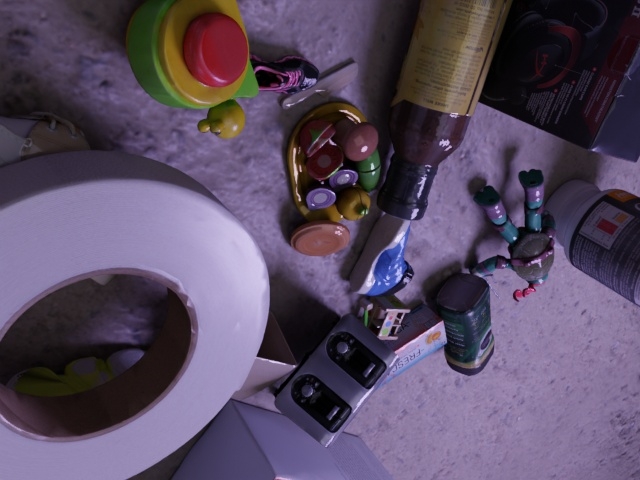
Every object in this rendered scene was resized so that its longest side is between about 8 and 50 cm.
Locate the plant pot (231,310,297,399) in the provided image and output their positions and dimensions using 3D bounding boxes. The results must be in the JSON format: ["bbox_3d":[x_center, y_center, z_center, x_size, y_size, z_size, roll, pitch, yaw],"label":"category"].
[{"bbox_3d":[-0.117,0.156,0.879,0.109,0.109,0.096,23,115,-41],"label":"plant pot"}]

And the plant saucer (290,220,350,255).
[{"bbox_3d":[0.000,0.000,0.886,0.083,0.013,0.083,-5,150,-3],"label":"plant saucer"}]

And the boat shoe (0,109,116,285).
[{"bbox_3d":[-0.278,-0.078,0.625,0.103,0.113,0.302,-46,140,-9],"label":"boat shoe"}]

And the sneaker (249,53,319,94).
[{"bbox_3d":[-0.047,-0.187,0.739,0.119,0.057,0.047,-8,119,-32],"label":"sneaker"}]

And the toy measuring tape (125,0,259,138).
[{"bbox_3d":[-0.148,-0.238,0.602,0.121,0.121,0.330,-29,124,-16],"label":"toy measuring tape"}]

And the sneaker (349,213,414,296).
[{"bbox_3d":[0.113,0.022,0.974,0.084,0.058,0.152,14,113,-33],"label":"sneaker"}]

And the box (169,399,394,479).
[{"bbox_3d":[-0.052,0.427,1.041,0.345,0.168,0.215,30,98,-42],"label":"box"}]

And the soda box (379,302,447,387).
[{"bbox_3d":[0.125,0.185,1.085,0.183,0.058,0.063,-29,130,-15],"label":"soda box"}]

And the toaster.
[{"bbox_3d":[0.019,0.204,0.947,0.168,0.110,0.186,-49,174,-9],"label":"toaster"}]

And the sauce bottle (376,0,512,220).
[{"bbox_3d":[0.151,-0.193,0.833,0.111,0.111,0.344,0,117,-34],"label":"sauce bottle"}]

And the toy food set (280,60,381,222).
[{"bbox_3d":[0.027,-0.103,0.831,0.128,0.071,0.218,-25,128,-19],"label":"toy food set"}]

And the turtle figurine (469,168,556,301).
[{"bbox_3d":[0.344,0.002,1.089,0.175,0.118,0.234,-33,125,-13],"label":"turtle figurine"}]

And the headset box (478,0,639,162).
[{"bbox_3d":[0.318,-0.242,0.792,0.110,0.293,0.218,5,114,-36],"label":"headset box"}]

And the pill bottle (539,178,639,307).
[{"bbox_3d":[0.525,0.007,1.095,0.162,0.278,0.162,-17,126,-25],"label":"pill bottle"}]

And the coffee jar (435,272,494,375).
[{"bbox_3d":[0.259,0.153,1.136,0.096,0.079,0.184,-46,136,-32],"label":"coffee jar"}]

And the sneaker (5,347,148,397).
[{"bbox_3d":[-0.287,0.209,0.820,0.240,0.091,0.126,6,132,-37],"label":"sneaker"}]

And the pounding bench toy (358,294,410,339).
[{"bbox_3d":[0.088,0.124,1.026,0.083,0.052,0.065,6,114,-36],"label":"pounding bench toy"}]

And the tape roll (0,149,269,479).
[{"bbox_3d":[-0.233,0.100,0.648,0.392,0.072,0.392,-20,129,-27],"label":"tape roll"}]
